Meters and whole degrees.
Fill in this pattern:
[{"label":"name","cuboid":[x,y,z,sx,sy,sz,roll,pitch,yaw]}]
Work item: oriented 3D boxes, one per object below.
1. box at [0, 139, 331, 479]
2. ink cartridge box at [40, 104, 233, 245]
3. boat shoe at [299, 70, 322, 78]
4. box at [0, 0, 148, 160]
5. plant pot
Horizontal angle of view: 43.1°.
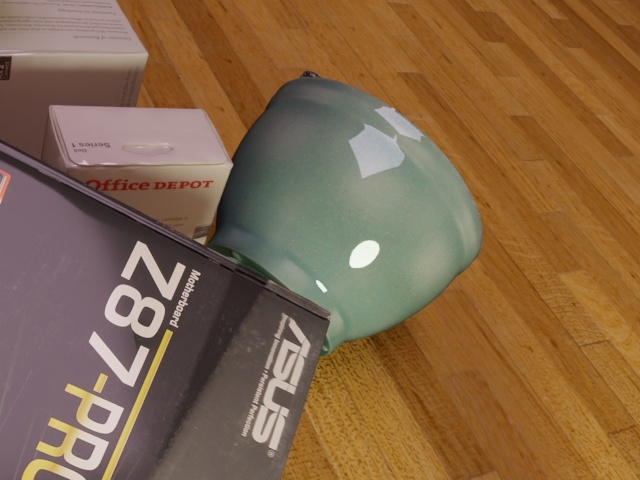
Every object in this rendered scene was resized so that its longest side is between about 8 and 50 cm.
[{"label":"box","cuboid":[-0.195,0.157,0.531,0.318,0.097,0.395,30,57,-16]},{"label":"ink cartridge box","cuboid":[-0.200,-0.026,0.818,0.160,0.219,0.093,-4,48,-31]},{"label":"boat shoe","cuboid":[0.001,-0.166,1.186,0.065,0.083,0.183,-7,49,-33]},{"label":"box","cuboid":[-0.313,-0.172,0.911,0.182,0.181,0.119,-9,52,-35]},{"label":"plant pot","cuboid":[0.000,0.000,0.883,0.293,0.293,0.196,36,67,11]}]
